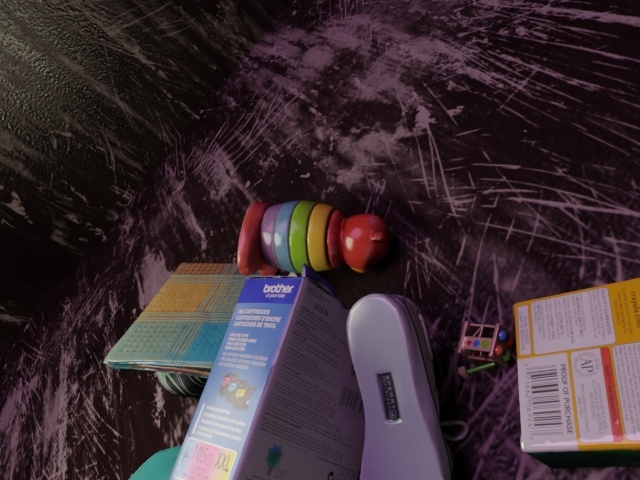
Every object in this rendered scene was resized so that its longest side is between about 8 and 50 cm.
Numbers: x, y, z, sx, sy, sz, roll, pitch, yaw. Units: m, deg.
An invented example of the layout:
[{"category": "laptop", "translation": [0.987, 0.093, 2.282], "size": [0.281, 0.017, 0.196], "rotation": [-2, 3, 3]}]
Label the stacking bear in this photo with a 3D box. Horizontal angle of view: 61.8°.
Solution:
[{"category": "stacking bear", "translation": [0.000, 0.000, 1.100], "size": [0.289, 0.175, 0.164], "rotation": [2, 84, 17]}]

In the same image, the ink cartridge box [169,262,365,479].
[{"category": "ink cartridge box", "translation": [-0.033, 0.233, 0.874], "size": [0.151, 0.270, 0.395], "rotation": [-2, 59, 42]}]

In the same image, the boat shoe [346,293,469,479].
[{"category": "boat shoe", "translation": [0.133, 0.259, 0.790], "size": [0.136, 0.156, 0.366], "rotation": [-18, 77, 33]}]

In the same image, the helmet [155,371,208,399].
[{"category": "helmet", "translation": [-0.302, 0.274, 1.240], "size": [0.169, 0.161, 0.169], "rotation": [-29, 41, 30]}]

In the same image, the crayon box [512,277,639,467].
[{"category": "crayon box", "translation": [0.399, 0.146, 0.620], "size": [0.323, 0.083, 0.203], "rotation": [-21, 46, 38]}]

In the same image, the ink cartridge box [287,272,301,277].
[{"category": "ink cartridge box", "translation": [-0.068, 0.150, 1.170], "size": [0.135, 0.056, 0.099], "rotation": [-51, 34, 2]}]

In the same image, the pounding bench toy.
[{"category": "pounding bench toy", "translation": [0.247, 0.170, 0.799], "size": [0.065, 0.052, 0.083], "rotation": [-3, 58, 47]}]

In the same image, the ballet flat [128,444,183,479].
[{"category": "ballet flat", "translation": [-0.337, 0.543, 0.999], "size": [0.147, 0.147, 0.409], "rotation": [-46, 1, 10]}]

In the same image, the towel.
[{"category": "towel", "translation": [-0.273, 0.164, 1.214], "size": [0.272, 0.040, 0.370], "rotation": [1, 31, 14]}]
